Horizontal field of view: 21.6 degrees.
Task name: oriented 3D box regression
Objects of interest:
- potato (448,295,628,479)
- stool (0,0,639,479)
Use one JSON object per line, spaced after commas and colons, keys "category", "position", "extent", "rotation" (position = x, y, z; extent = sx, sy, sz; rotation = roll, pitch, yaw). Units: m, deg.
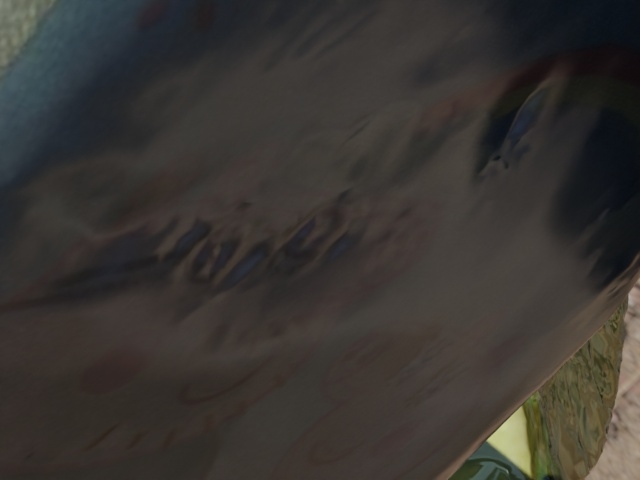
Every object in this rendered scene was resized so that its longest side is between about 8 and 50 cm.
{"category": "potato", "position": [0.000, 0.000, 0.865], "extent": [0.280, 0.213, 0.330], "rotation": [-15, 78, 23]}
{"category": "stool", "position": [-0.067, -0.041, 0.489], "extent": [0.310, 0.310, 0.226], "rotation": [-49, 61, 20]}
